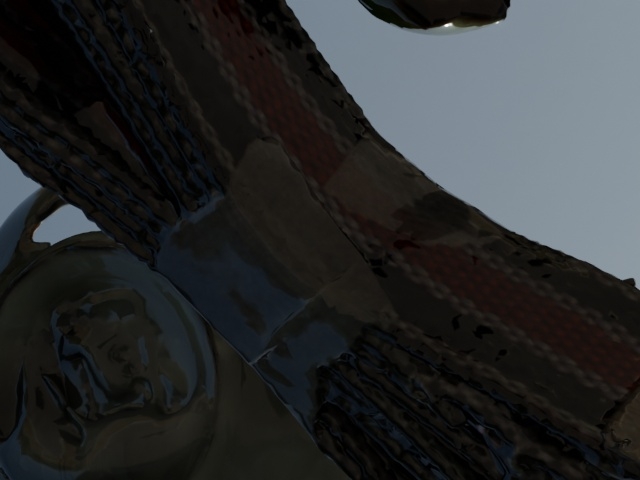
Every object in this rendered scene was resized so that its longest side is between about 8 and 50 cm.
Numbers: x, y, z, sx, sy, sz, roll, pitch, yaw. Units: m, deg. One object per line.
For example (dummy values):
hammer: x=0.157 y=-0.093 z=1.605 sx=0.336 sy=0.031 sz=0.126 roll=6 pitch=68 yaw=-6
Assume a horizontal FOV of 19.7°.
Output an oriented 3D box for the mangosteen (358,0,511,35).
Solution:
mangosteen: x=0.013 y=-0.246 z=0.745 sx=0.311 sy=0.311 sz=0.311 roll=14 pitch=-134 yaw=-15

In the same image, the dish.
dish: x=-0.117 y=0.088 z=1.159 sx=0.324 sy=0.324 sz=0.124 roll=48 pitch=-162 yaw=19

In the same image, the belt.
belt: x=0.000 y=0.000 z=0.615 sx=0.359 sy=0.126 sz=0.094 roll=43 pitch=-135 yaw=5
